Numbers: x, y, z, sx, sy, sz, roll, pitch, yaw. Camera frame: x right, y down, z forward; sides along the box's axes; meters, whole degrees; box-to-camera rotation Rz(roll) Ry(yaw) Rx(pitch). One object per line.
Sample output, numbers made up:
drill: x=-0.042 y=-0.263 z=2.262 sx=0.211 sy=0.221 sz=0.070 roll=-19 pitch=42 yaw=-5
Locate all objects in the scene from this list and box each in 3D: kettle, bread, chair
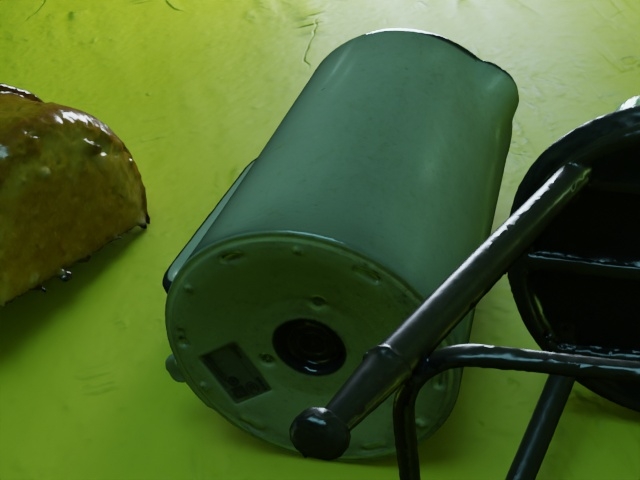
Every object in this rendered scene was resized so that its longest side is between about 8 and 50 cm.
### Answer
kettle: x=0.000 y=0.000 z=1.129 sx=0.361 sy=0.250 sz=0.377 roll=-23 pitch=27 yaw=34
bread: x=-0.335 y=-0.061 z=1.243 sx=0.194 sy=0.179 sz=0.340 roll=16 pitch=31 yaw=27
chair: x=0.241 y=0.129 z=0.788 sx=0.364 sy=0.362 sz=0.410 roll=5 pitch=37 yaw=19

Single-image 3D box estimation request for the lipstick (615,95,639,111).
lipstick: x=0.290 y=-0.040 z=1.196 sx=0.076 sy=0.076 sz=0.304 roll=12 pitch=44 yaw=27
